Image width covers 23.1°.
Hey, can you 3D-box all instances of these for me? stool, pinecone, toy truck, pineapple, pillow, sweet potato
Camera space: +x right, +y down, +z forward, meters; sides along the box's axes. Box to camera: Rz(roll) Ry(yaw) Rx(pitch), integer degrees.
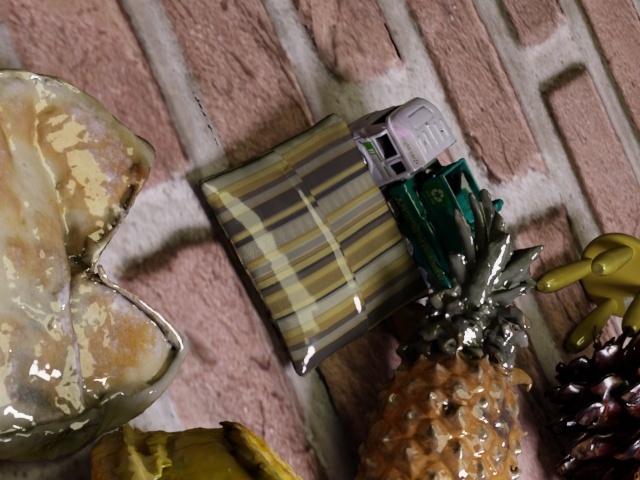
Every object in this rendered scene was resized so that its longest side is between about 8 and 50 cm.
[{"bbox_3d":[0.334,0.060,1.843,0.135,0.134,0.110,28,35,23],"label":"stool"},{"bbox_3d":[0.341,0.197,1.721,0.221,0.221,0.221,24,56,-41],"label":"pinecone"},{"bbox_3d":[0.116,-0.043,1.632,0.110,0.116,0.216,-37,101,-50],"label":"toy truck"},{"bbox_3d":[0.131,0.119,1.512,0.169,0.169,0.340,29,63,-38],"label":"pineapple"},{"bbox_3d":[0.000,0.000,1.525,0.208,0.052,0.212,-31,96,-44],"label":"pillow"},{"bbox_3d":[0.146,0.117,1.635,0.206,0.068,0.060,28,90,-33],"label":"sweet potato"}]

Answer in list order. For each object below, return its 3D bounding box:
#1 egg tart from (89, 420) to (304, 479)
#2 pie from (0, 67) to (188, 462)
[{"bbox_3d":[-0.050,0.236,1.210,0.294,0.123,0.294,47,1,-1],"label":"egg tart"},{"bbox_3d":[-0.241,0.013,1.237,0.337,0.075,0.337,19,62,-39],"label":"pie"}]
